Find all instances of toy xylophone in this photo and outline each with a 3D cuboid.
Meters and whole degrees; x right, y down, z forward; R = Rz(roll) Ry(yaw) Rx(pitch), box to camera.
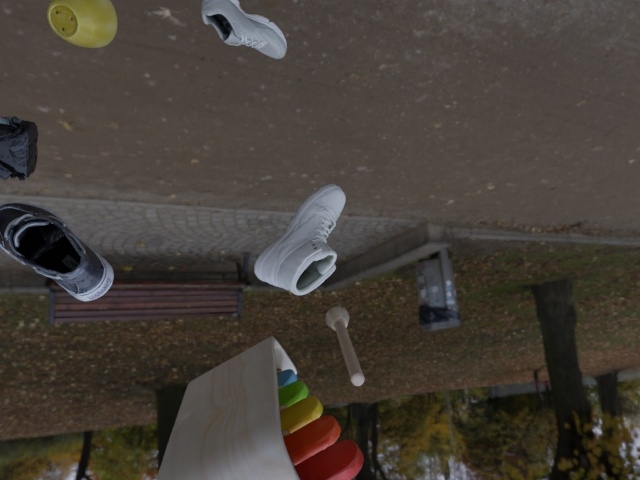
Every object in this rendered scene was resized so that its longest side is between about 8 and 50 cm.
[{"bbox_3d":[-0.052,0.179,0.485,0.236,0.081,0.322,-28,-169,6],"label":"toy xylophone"}]

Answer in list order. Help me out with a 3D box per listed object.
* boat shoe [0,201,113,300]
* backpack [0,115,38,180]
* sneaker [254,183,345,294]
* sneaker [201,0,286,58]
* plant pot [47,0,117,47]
[{"bbox_3d":[-0.493,-0.001,0.837,0.301,0.108,0.102,32,160,24],"label":"boat shoe"},{"bbox_3d":[-0.776,-0.230,1.138,0.182,0.152,0.115,9,-168,-13],"label":"backpack"},{"bbox_3d":[0.000,0.000,1.087,0.169,0.292,0.108,20,156,47],"label":"sneaker"},{"bbox_3d":[-0.206,-0.545,1.269,0.262,0.121,0.099,26,149,-34],"label":"sneaker"},{"bbox_3d":[-0.521,-0.475,1.024,0.134,0.134,0.095,-7,-152,15],"label":"plant pot"}]
